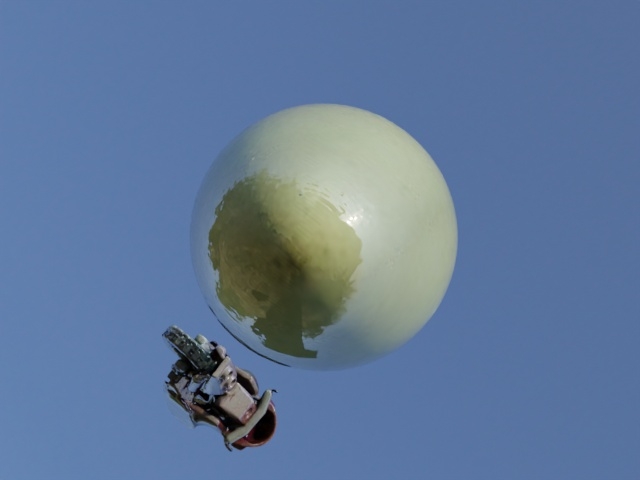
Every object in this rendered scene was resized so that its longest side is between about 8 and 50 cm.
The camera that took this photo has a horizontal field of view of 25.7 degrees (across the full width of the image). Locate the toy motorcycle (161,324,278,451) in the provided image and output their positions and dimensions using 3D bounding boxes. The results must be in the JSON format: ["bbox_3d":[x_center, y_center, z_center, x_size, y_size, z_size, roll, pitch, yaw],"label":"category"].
[{"bbox_3d":[-0.108,0.161,1.477,0.122,0.082,0.213,29,-19,17],"label":"toy motorcycle"}]

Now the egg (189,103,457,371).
[{"bbox_3d":[0.000,0.000,1.123,0.219,0.295,0.218,1,-83,7],"label":"egg"}]
